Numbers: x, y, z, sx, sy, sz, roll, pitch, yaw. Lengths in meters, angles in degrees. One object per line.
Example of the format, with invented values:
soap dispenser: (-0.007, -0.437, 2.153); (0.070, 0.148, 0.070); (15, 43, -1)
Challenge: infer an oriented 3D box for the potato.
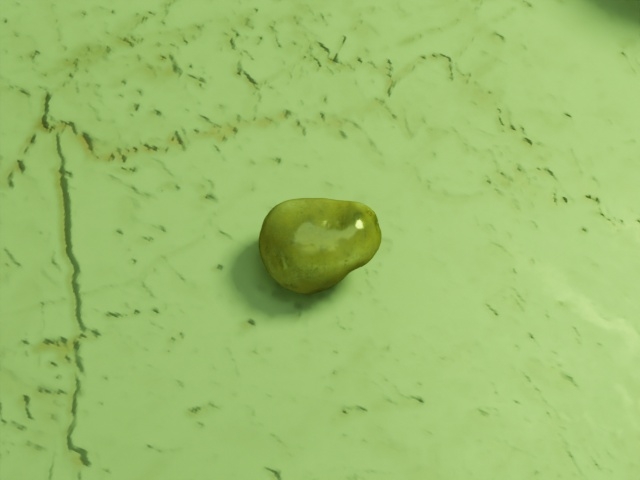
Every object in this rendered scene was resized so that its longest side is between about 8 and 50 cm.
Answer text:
potato: (0.000, 0.000, 1.057); (0.083, 0.062, 0.068); (-17, 92, 12)
